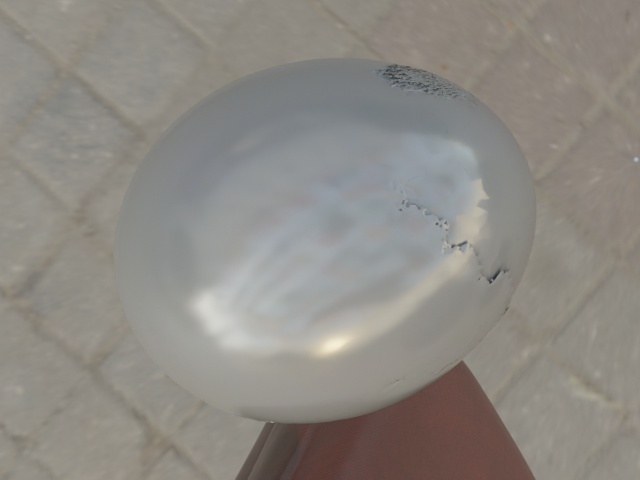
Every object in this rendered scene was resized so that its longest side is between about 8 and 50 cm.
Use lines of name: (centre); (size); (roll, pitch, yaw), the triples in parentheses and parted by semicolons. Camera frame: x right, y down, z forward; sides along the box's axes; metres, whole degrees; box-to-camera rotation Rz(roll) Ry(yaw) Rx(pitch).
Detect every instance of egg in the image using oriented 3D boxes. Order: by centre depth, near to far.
egg: (0.000, 0.000, 0.739); (0.199, 0.146, 0.146); (-15, 90, 49)

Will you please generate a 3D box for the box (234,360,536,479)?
box: (0.032, 0.229, 1.088); (0.108, 0.404, 0.263); (-20, 115, 31)
